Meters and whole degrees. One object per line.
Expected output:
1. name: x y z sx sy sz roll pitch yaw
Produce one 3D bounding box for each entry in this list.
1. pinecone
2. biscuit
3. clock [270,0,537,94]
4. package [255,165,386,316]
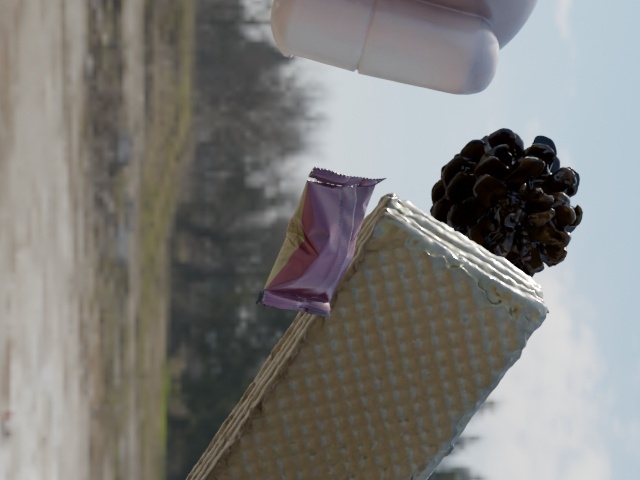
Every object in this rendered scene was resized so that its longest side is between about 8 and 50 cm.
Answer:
1. pinecone: 0.167 -0.025 1.421 0.121 0.140 0.140 -125 -147 -60
2. biscuit: -0.014 0.173 1.135 0.426 0.144 0.078 -55 -170 18
3. clock: 0.083 -0.298 1.070 0.342 0.184 0.325 -84 -177 -63
4. package: 0.000 0.000 0.867 0.029 0.059 0.083 34 -74 39
